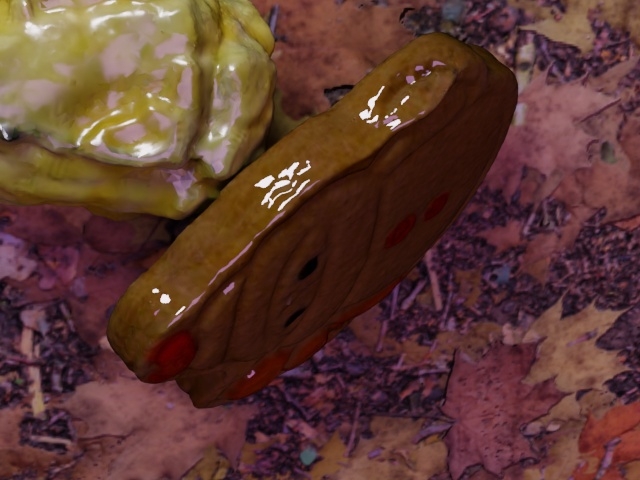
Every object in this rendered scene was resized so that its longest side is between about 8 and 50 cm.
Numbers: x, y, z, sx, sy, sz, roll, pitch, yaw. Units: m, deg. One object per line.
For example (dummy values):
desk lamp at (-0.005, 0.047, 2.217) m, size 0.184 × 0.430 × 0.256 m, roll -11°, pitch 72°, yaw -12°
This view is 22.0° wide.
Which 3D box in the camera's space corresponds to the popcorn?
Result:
popcorn at (-0.170, -0.122, 1.159) m, size 0.286 × 0.215 × 0.252 m, roll 3°, pitch 128°, yaw -18°

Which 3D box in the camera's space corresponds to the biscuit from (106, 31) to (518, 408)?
biscuit at (0.000, 0.000, 1.268) m, size 0.381 × 0.074 × 0.359 m, roll -35°, pitch 158°, yaw -31°
